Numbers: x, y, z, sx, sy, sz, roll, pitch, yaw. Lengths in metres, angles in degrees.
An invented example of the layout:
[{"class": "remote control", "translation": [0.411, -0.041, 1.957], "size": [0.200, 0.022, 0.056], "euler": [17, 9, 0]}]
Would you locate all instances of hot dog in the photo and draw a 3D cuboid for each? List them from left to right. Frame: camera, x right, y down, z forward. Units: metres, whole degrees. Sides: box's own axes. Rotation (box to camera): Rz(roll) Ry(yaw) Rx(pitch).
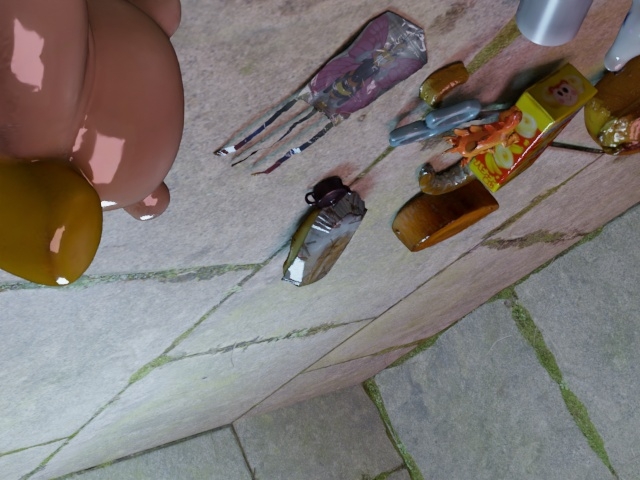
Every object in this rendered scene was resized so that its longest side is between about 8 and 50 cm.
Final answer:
[{"class": "hot dog", "translation": [0.000, 0.000, 1.523], "size": [0.163, 0.081, 0.270], "euler": [-22, 154, -41]}]

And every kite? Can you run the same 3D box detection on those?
[{"class": "kite", "translation": [0.010, -0.209, 1.090], "size": [0.360, 0.022, 0.204], "euler": [-35, 159, 17]}]

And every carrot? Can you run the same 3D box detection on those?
[{"class": "carrot", "translation": [0.315, -0.053, 1.771], "size": [0.258, 0.100, 0.307], "euler": [-31, 163, 19]}]

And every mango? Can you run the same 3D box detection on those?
[{"class": "mango", "translation": [0.730, -0.325, 1.531], "size": [0.350, 0.201, 0.199], "euler": [-32, -162, -10]}]

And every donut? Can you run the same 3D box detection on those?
[{"class": "donut", "translation": [0.211, -0.260, 1.196], "size": [0.083, 0.037, 0.067], "euler": [-25, 158, -1]}]

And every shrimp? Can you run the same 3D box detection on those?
[{"class": "shrimp", "translation": [0.287, -0.157, 1.560], "size": [0.161, 0.049, 0.166], "euler": [-34, 153, 23]}]

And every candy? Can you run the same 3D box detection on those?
[{"class": "candy", "translation": [0.421, -0.222, 1.435], "size": [0.146, 0.088, 0.276], "euler": [-33, 165, -26]}]

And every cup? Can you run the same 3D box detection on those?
[{"class": "cup", "translation": [0.347, -0.376, 1.030], "size": [0.099, 0.135, 0.133], "euler": [7, 159, 5]}]

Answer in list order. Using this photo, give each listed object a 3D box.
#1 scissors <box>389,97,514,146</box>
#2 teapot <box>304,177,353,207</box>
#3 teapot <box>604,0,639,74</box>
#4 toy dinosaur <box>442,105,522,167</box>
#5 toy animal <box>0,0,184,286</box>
[{"class": "scissors", "translation": [0.283, -0.236, 1.341], "size": [0.360, 0.029, 0.191], "euler": [-19, 177, -42]}, {"class": "teapot", "translation": [0.016, -0.086, 1.370], "size": [0.100, 0.045, 0.068], "euler": [-19, 157, -25]}, {"class": "teapot", "translation": [0.512, -0.412, 0.930], "size": [0.423, 0.252, 0.280], "euler": [-61, 180, 16]}, {"class": "toy dinosaur", "translation": [0.291, -0.189, 1.352], "size": [0.117, 0.070, 0.288], "euler": [-8, 172, -16]}, {"class": "toy animal", "translation": [-0.248, -0.159, 0.629], "size": [0.247, 0.278, 0.345], "euler": [-34, 136, -40]}]
